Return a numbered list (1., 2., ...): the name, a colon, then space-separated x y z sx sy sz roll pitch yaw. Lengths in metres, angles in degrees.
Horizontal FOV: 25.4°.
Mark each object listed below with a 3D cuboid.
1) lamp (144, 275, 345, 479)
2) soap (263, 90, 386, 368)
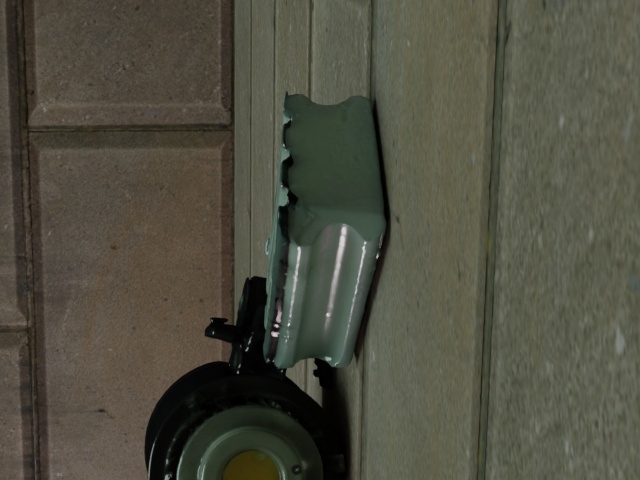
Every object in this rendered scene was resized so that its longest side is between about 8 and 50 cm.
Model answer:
1. lamp: -0.088 0.248 1.523 0.272 0.205 0.374 -100 22 -71
2. soap: 0.000 0.000 1.300 0.261 0.094 0.150 99 173 -58
